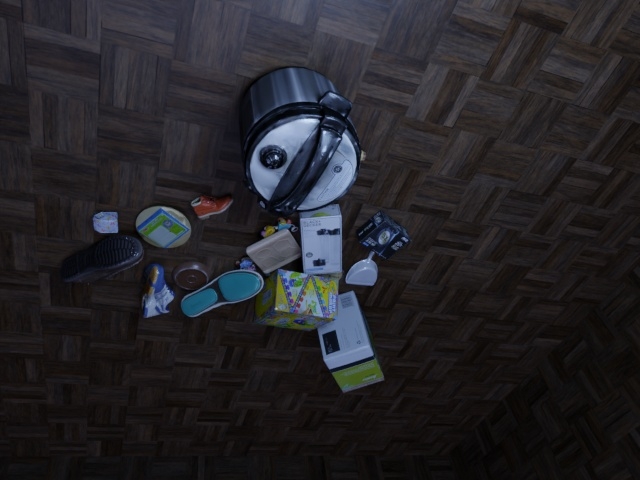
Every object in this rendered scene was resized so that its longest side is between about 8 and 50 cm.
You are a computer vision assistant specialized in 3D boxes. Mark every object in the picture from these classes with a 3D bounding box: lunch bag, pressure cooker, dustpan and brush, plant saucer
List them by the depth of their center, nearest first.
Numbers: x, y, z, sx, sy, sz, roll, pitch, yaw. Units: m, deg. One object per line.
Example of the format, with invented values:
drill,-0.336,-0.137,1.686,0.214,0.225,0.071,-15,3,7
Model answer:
pressure cooker,-0.071,-0.291,1.500,0.375,0.420,0.370,-14,132,1
lunch bag,-0.800,-0.068,1.805,0.083,0.053,0.071,-4,135,-21
plant saucer,-0.552,0.159,2.078,0.168,0.029,0.168,-6,134,-6
dustpan and brush,0.210,0.114,2.182,0.147,0.060,0.211,7,137,-19

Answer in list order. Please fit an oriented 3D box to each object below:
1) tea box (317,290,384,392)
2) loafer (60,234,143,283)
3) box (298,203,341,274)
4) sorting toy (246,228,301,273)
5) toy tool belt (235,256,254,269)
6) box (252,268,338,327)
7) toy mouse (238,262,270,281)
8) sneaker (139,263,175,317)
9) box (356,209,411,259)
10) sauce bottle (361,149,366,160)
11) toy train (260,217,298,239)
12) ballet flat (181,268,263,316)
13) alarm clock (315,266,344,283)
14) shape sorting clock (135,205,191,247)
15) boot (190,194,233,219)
tea box,0.133,0.483,2.307,0.220,0.329,0.323,-19,134,5
loafer,-0.837,0.079,1.900,0.366,0.134,0.130,-15,157,16
box,0.000,0.000,1.981,0.169,0.087,0.290,-4,126,-4
sorting toy,-0.189,0.042,2.008,0.193,0.038,0.208,-27,145,1
toy tool belt,-0.320,0.100,2.054,0.083,0.051,0.052,-16,133,3
box,-0.110,0.268,2.090,0.279,0.177,0.290,13,155,-23
toy mouse,-0.270,0.135,2.110,0.161,0.031,0.143,19,125,-26
sneaker,-0.684,0.205,2.060,0.131,0.112,0.296,-3,136,-32
box,0.267,-0.019,2.048,0.147,0.077,0.180,-41,127,23
sauce bottle,0.101,-0.319,1.766,0.128,0.042,0.042,9,129,-20
toy train,-0.181,-0.037,1.967,0.166,0.046,0.125,-31,150,7
ballet flat,-0.417,0.216,2.099,0.400,0.139,0.139,-23,132,14
alarm clock,0.040,0.158,2.172,0.129,0.064,0.192,-7,130,-5
shape sorting clock,-0.604,-0.051,1.867,0.206,0.040,0.206,-4,135,-4
boot,-0.408,-0.140,1.817,0.158,0.059,0.085,-21,127,10
